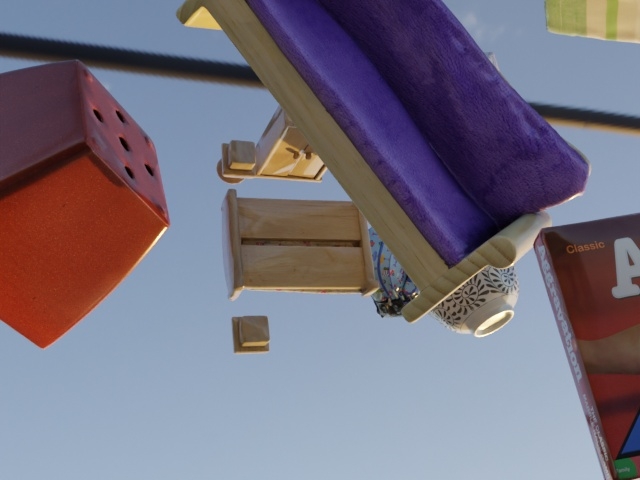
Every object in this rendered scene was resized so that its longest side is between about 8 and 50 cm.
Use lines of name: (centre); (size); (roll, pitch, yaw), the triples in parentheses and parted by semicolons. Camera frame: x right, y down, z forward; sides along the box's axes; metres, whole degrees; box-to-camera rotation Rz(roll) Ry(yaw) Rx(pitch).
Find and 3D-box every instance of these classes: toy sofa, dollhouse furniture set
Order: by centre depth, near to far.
toy sofa: (0.060, -0.126, 0.815); (0.177, 0.150, 0.362); (-40, -98, 26)
dollhouse furniture set: (0.000, 0.000, 1.306); (0.303, 0.355, 0.174); (2, -22, -19)

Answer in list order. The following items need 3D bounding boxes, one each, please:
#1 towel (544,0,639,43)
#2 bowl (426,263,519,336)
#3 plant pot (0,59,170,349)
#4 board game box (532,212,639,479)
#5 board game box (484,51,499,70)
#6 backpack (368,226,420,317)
towel: (0.398, -0.279, 0.964); (0.325, 0.038, 0.248); (10, -20, 18)
bowl: (0.258, 0.102, 1.481); (0.170, 0.080, 0.170); (-22, -28, -12)
plant pot: (-0.347, -0.070, 1.184); (0.236, 0.267, 0.267); (-28, -43, 9)
board game box: (0.275, 0.039, 0.514); (0.281, 0.145, 0.027); (-9, -25, -5)
board game box: (0.279, -0.253, 1.546); (0.020, 0.090, 0.090); (2, -47, 36)
backpack: (0.149, 0.054, 1.825); (0.117, 0.158, 0.173); (-1, -34, 32)
